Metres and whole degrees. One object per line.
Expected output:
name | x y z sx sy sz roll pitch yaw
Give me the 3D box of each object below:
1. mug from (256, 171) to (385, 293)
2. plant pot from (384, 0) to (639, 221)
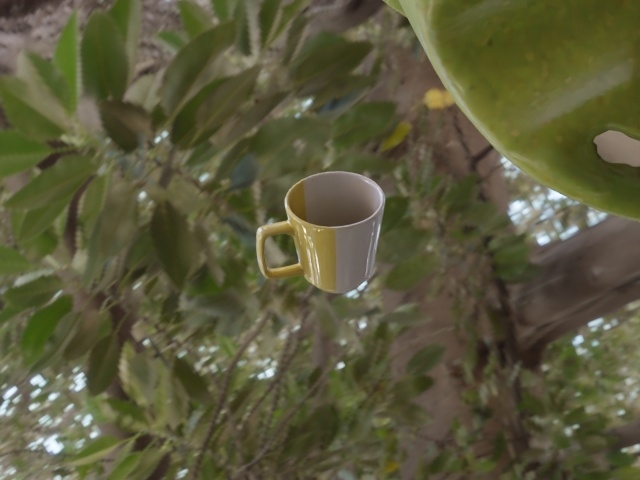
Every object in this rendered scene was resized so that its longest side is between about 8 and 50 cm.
mug | 0.003 -0.002 0.869 0.078 0.064 0.062 5 -141 11
plant pot | 0.112 -0.141 0.452 0.276 0.276 0.254 31 -154 -15
